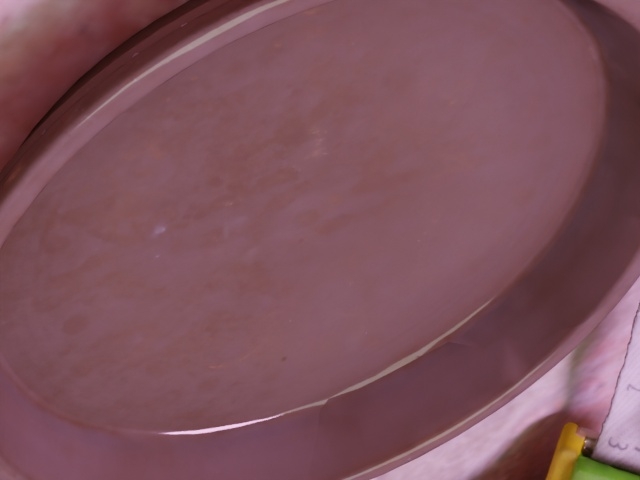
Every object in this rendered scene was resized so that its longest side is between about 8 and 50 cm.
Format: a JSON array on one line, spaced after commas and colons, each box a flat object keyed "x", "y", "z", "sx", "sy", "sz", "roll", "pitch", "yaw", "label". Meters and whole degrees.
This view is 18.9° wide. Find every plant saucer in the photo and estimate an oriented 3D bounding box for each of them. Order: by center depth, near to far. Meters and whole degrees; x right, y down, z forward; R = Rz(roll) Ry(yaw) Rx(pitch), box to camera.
[{"x": 0.000, "y": 0.000, "z": 0.655, "sx": 0.278, "sy": 0.041, "sz": 0.278, "roll": -19, "pitch": 144, "yaw": -14, "label": "plant saucer"}]

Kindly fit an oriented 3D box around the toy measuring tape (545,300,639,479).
[{"x": 0.120, "y": 0.138, "z": 0.828, "sx": 0.121, "sy": 0.121, "sz": 0.330, "roll": -17, "pitch": 148, "yaw": -16, "label": "toy measuring tape"}]
